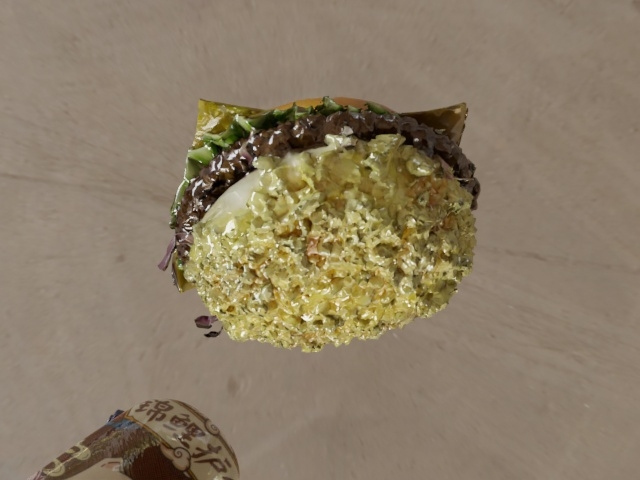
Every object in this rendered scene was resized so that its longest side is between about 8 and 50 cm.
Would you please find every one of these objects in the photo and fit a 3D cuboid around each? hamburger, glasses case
[{"bbox_3d":[0.000,0.000,1.001,0.243,0.262,0.139,-1,55,-11],"label":"hamburger"},{"bbox_3d":[-0.205,0.248,1.099,0.321,0.082,0.122,-36,69,-30],"label":"glasses case"}]

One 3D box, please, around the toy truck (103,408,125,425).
[{"bbox_3d":[-0.186,0.205,1.224,0.056,0.073,0.090,31,70,-4],"label":"toy truck"}]
